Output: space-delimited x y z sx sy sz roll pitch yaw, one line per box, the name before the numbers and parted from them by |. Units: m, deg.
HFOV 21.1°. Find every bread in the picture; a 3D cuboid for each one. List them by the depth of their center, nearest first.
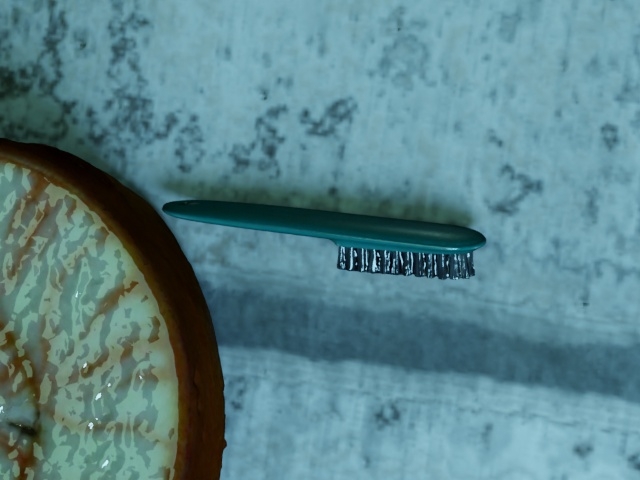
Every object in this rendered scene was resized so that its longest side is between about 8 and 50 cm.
bread | -0.202 0.101 1.000 0.295 0.114 0.327 5 88 14

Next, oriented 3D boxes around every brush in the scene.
brush | 0.000 0.000 0.995 0.193 0.043 0.032 5 106 15
